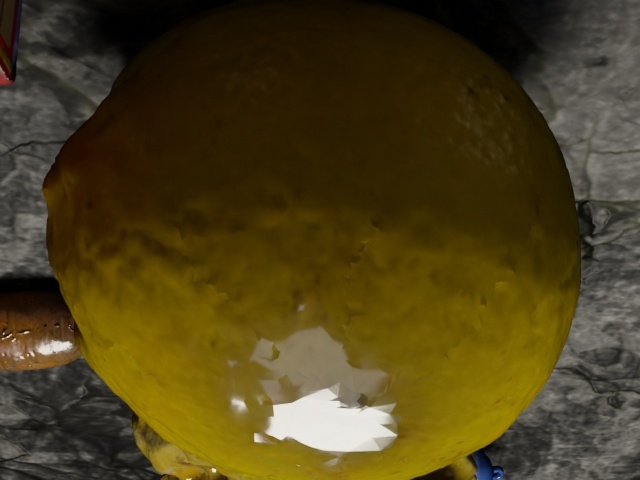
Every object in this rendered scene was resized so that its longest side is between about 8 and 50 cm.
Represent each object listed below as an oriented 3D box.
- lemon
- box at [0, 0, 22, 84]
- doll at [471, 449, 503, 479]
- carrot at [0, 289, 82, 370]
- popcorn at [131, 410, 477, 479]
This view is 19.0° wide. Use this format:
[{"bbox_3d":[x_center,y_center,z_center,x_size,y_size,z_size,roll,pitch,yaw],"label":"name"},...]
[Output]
[{"bbox_3d":[0.000,-0.001,1.088,0.297,0.297,0.297,0,150,0],"label":"lemon"},{"bbox_3d":[-0.294,-0.183,0.953,0.197,0.089,0.313,-5,149,11],"label":"box"},{"bbox_3d":[0.090,0.195,1.649,0.143,0.058,0.099,5,129,-12],"label":"doll"},{"bbox_3d":[-0.258,0.068,1.421,0.186,0.060,0.060,-3,150,5],"label":"carrot"},{"bbox_3d":[-0.018,0.190,1.483,0.265,0.225,0.332,-13,127,26],"label":"popcorn"}]
